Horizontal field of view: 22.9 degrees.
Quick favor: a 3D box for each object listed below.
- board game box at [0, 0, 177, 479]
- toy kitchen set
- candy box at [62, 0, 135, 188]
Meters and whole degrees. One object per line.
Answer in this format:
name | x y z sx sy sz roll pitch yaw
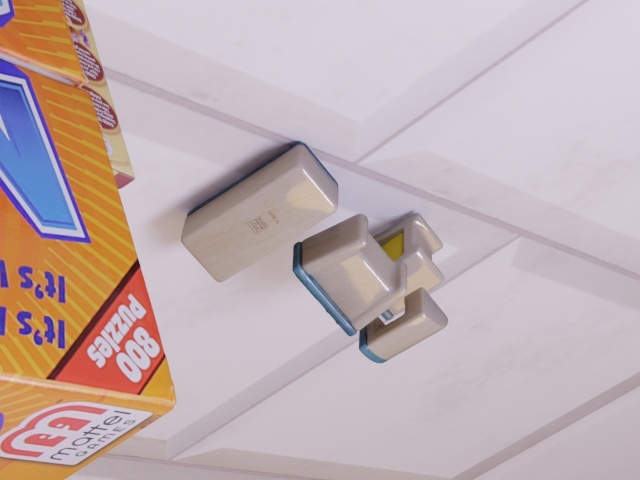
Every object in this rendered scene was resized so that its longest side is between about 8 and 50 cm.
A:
board game box | -0.349 -0.021 0.717 0.356 0.356 0.356 -34 151 27
toy kitchen set | 0.000 0.000 1.333 0.122 0.166 0.207 -31 115 20
candy box | -0.180 -0.090 0.892 0.109 0.187 0.053 -32 152 22
